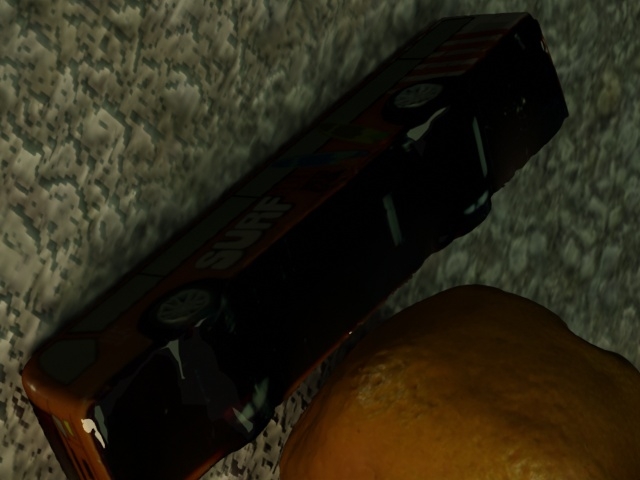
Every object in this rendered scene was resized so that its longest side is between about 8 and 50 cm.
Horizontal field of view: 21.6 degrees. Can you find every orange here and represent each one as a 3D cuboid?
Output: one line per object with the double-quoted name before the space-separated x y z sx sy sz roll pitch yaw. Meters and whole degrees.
"orange" 0.109 0.134 0.968 0.249 0.249 0.183 34 89 -46

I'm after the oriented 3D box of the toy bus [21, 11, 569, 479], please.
"toy bus" 0.000 0.000 0.944 0.409 0.092 0.093 -41 123 -36
